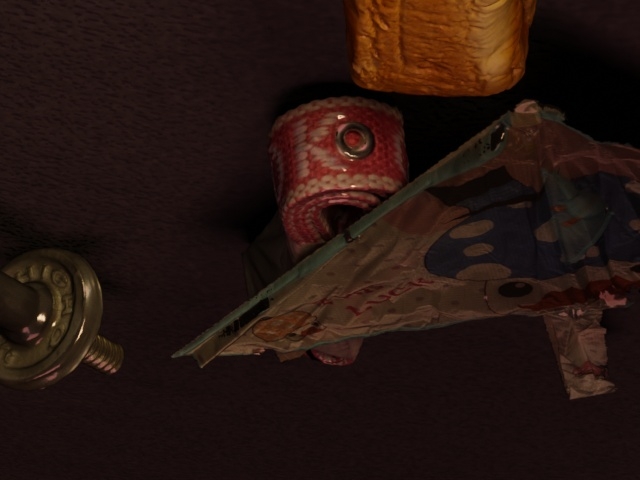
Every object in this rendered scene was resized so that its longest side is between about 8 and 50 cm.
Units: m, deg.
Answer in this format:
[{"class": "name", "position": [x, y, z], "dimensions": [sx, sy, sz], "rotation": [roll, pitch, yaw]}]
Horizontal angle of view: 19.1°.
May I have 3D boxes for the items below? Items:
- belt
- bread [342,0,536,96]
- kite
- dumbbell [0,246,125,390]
[{"class": "belt", "position": [0.000, 0.000, 0.901], "dimensions": [0.071, 0.053, 0.232], "rotation": [-2, 157, -4]}, {"class": "bread", "position": [0.041, -0.096, 0.669], "dimensions": [0.074, 0.053, 0.132], "rotation": [5, 157, 8]}, {"class": "kite", "position": [0.118, 0.019, 0.887], "dimensions": [0.406, 0.014, 0.368], "rotation": [-9, 156, 9]}, {"class": "dumbbell", "position": [-0.176, 0.020, 0.945], "dimensions": [0.081, 0.082, 0.254], "rotation": [-9, 154, 28]}]
